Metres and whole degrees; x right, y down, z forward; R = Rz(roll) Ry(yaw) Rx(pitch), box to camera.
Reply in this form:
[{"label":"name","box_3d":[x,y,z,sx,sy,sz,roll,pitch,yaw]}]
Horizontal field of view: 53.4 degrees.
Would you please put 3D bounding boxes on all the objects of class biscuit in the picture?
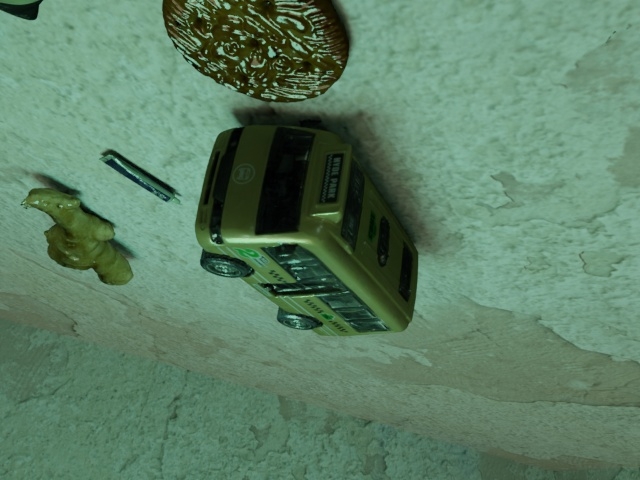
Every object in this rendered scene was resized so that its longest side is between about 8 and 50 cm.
[{"label":"biscuit","box_3d":[-0.065,-0.197,0.621,0.187,0.027,0.188,12,157,5]}]

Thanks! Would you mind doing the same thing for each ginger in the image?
[{"label":"ginger","box_3d":[-0.454,-0.007,1.190,0.147,0.081,0.334,12,150,5]}]

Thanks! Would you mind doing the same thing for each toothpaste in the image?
[{"label":"toothpaste","box_3d":[-0.271,-0.092,0.974,0.037,0.021,0.140,-11,144,45]}]

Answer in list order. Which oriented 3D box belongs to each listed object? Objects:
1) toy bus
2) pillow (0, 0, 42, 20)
[{"label":"toy bus","box_3d":[0.000,0.000,0.847,0.201,0.177,0.365,-2,155,25]},{"label":"pillow","box_3d":[-0.263,-0.267,0.481,0.186,0.106,0.249,32,154,-35]}]
